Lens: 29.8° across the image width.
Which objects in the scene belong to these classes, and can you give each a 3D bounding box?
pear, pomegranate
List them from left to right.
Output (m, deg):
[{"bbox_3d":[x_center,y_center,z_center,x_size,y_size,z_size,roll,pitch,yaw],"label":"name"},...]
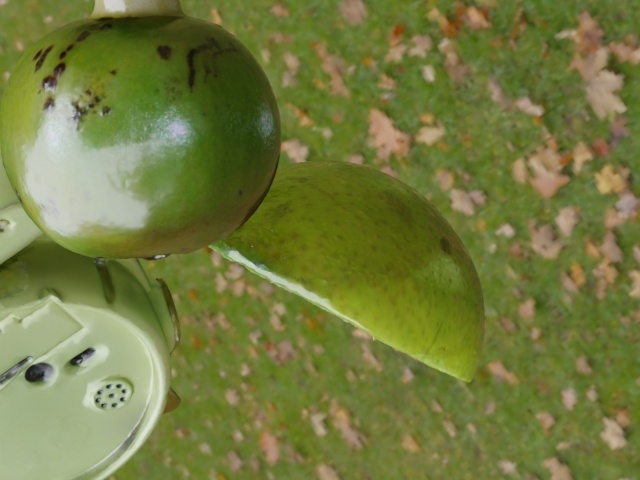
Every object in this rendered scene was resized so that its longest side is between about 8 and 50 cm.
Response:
[{"bbox_3d":[-0.114,-0.091,0.741,0.180,0.180,0.209,12,111,56],"label":"pomegranate"},{"bbox_3d":[0.004,-0.002,1.023,0.288,0.239,0.139,28,97,27],"label":"pear"}]

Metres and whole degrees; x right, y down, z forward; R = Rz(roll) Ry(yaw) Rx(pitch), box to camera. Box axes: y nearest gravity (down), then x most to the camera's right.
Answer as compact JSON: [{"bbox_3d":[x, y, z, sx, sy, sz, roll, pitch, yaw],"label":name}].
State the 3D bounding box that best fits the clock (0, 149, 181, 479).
[{"bbox_3d":[-0.255,0.103,0.993,0.348,0.286,0.117,53,-178,-44],"label":"clock"}]
